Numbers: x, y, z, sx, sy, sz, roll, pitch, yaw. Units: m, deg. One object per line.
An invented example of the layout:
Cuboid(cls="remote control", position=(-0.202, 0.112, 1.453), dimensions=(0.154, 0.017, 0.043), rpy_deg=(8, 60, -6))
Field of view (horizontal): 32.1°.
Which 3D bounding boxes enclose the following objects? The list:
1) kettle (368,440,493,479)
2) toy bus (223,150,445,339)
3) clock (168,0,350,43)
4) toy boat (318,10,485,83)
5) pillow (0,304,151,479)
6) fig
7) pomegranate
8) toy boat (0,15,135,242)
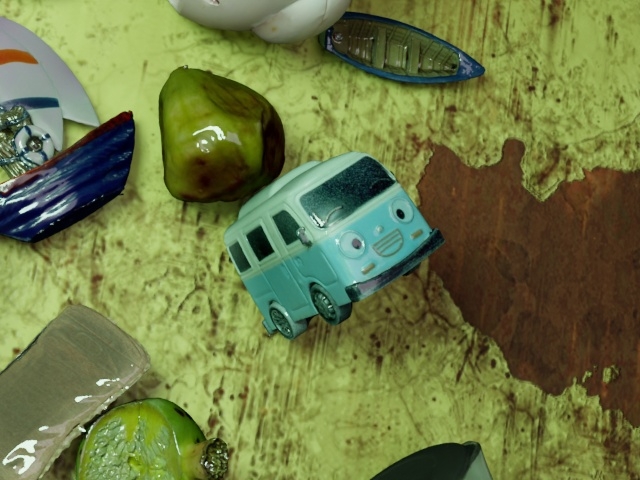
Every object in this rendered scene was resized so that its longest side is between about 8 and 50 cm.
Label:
Cuboid(cls="kettle", position=(0.131, 0.469, 1.256), dimensions=(0.361, 0.250, 0.377), rpy_deg=(-35, 95, 4))
Cuboid(cls="toy bus", position=(0.000, 0.000, 1.227), dimensions=(0.133, 0.271, 0.165), rpy_deg=(-33, 93, -26))
Cuboid(cls="clock", position=(-0.074, -0.403, 1.202), dimensions=(0.250, 0.376, 0.368), rpy_deg=(-21, 91, -21))
Cuboid(cls="toy boat", position=(0.105, -0.239, 1.435), dimensions=(0.229, 0.046, 0.080), rpy_deg=(10, 77, -23))
Cuboid(cls="pillow", position=(-0.285, 0.160, 1.166), dimensions=(0.135, 0.034, 0.211), rpy_deg=(33, 63, 28))
Cuboid(cls="fig", position=(-0.125, -0.119, 1.259), dimensions=(0.154, 0.144, 0.166), rpy_deg=(-38, 72, -8))
Cuboid(cls="pomegranate", position=(-0.169, 0.237, 1.184), dimensions=(0.169, 0.122, 0.143), rpy_deg=(-13, 77, 12))
Cuboid(cls="toy boat", position=(-0.318, -0.151, 1.228), dimensions=(0.219, 0.072, 0.318), rpy_deg=(-7, 75, -23))
